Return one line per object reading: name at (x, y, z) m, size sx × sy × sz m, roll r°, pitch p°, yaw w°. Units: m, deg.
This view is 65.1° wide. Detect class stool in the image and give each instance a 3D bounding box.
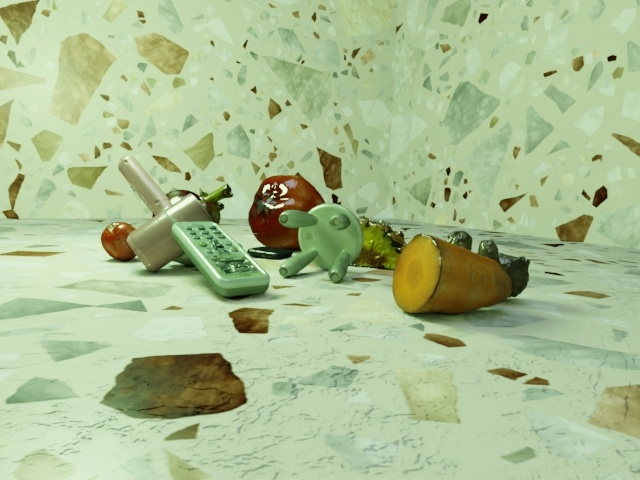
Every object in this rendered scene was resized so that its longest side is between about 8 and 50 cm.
stool at (0.000, 0.000, 1.360) m, size 0.195 × 0.195 × 0.198 m, roll 5°, pitch 8°, yaw 20°

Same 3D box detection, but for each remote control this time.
remote control at (-0.245, 0.040, 1.185) m, size 0.128 × 0.066 × 0.335 m, roll 0°, pitch 24°, yaw -35°

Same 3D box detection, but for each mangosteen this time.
mangosteen at (-0.410, -0.083, 1.661) m, size 0.289 × 0.231 × 0.231 m, roll -36°, pitch 15°, yaw -9°

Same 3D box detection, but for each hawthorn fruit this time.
hawthorn fruit at (-0.591, 0.002, 1.499) m, size 0.128 × 0.128 × 0.128 m, roll 2°, pitch 6°, yaw 0°
hawthorn fruit at (-0.112, -0.104, 1.871) m, size 0.311 × 0.295 × 0.295 m, roll -7°, pitch 10°, yaw -36°

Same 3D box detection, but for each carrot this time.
carrot at (0.280, 0.077, 1.015) m, size 0.225 × 0.159 × 0.159 m, roll 8°, pitch 4°, yaw -20°

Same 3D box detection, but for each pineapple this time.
pineapple at (0.168, 0.001, 1.576) m, size 0.334 × 0.161 × 0.158 m, roll 3°, pitch 4°, yaw 32°

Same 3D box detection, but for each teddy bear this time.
teddy bear at (0.370, 0.075, 1.132) m, size 0.190 × 0.177 × 0.140 m, roll 2°, pitch 51°, yaw 6°

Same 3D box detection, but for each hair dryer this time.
hair dryer at (-0.474, -0.098, 1.385) m, size 0.210 × 0.352 × 0.125 m, roll -37°, pitch -18°, yaw -16°

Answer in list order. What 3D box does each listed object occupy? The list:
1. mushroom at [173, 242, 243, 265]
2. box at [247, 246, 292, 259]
mushroom at (-0.338, 0.033, 1.479) m, size 0.225 × 0.093 × 0.116 m, roll 8°, pitch 24°, yaw -37°
box at (-0.168, 0.044, 1.685) m, size 0.125 × 0.027 × 0.126 m, roll 7°, pitch 7°, yaw 20°
